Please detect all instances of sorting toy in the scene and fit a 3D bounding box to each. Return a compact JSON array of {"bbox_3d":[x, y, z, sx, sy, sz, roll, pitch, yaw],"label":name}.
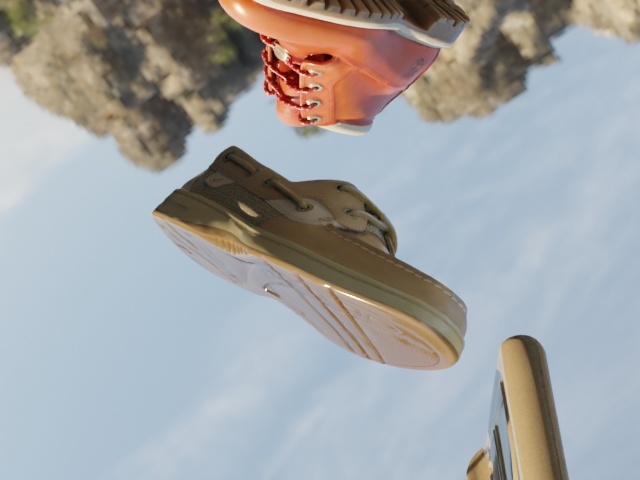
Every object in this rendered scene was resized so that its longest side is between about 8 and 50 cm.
[{"bbox_3d":[0.146,0.241,0.944,0.041,0.229,0.307,-4,-118,-4],"label":"sorting toy"}]

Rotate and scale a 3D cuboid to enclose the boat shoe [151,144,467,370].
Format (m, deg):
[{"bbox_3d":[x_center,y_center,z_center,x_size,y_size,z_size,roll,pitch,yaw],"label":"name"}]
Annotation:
[{"bbox_3d":[0.000,0.000,1.023,0.098,0.109,0.302,-50,-141,-14],"label":"boat shoe"}]

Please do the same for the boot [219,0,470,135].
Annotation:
[{"bbox_3d":[-0.002,-0.083,0.631,0.084,0.059,0.158,-49,153,21],"label":"boot"}]
